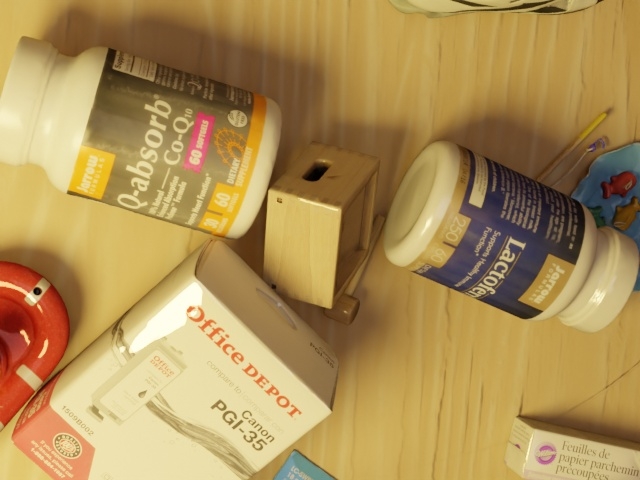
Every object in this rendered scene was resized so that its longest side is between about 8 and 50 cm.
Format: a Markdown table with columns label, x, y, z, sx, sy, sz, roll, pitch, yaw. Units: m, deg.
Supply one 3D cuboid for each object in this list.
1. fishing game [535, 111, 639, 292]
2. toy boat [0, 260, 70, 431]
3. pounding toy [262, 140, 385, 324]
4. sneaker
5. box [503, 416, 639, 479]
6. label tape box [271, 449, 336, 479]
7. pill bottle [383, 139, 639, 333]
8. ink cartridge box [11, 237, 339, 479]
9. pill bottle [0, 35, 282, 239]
| label | x | y | z | sx | sy | sz | roll | pitch | yaw |
| --- | --- | --- | --- | --- | --- | --- | --- | --- | --- |
| fishing game | 0.392 | -0.025 | 1.379 | 0.189 | 0.041 | 0.264 | -40 | 102 | -4 |
| toy boat | -0.358 | 0.124 | 1.156 | 0.151 | 0.151 | 0.231 | 44 | 67 | -13 |
| pounding toy | 0.003 | 0.000 | 1.261 | 0.094 | 0.181 | 0.206 | 15 | 124 | 15 |
| sneaker | 0.247 | -0.316 | 1.269 | 0.330 | 0.146 | 0.123 | -14 | 96 | -12 |
| box | 0.390 | 0.285 | 1.394 | 0.324 | 0.067 | 0.063 | 14 | 92 | -14 |
| label tape box | -0.032 | 0.452 | 1.294 | 0.240 | 0.106 | 0.334 | 38 | 87 | -13 |
| pill bottle | 0.218 | 0.002 | 1.285 | 0.264 | 0.153 | 0.153 | 23 | 90 | -13 |
| ink cartridge box | -0.150 | 0.168 | 1.190 | 0.283 | 0.117 | 0.207 | -41 | 102 | 17 |
| pill bottle | -0.193 | -0.110 | 1.179 | 0.278 | 0.162 | 0.162 | 15 | 92 | -14 |
